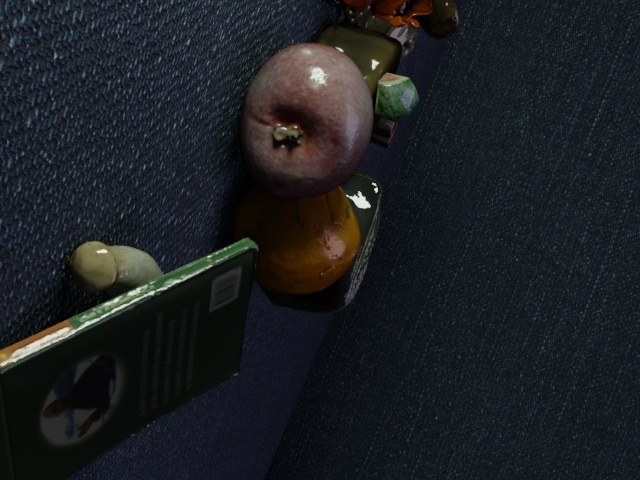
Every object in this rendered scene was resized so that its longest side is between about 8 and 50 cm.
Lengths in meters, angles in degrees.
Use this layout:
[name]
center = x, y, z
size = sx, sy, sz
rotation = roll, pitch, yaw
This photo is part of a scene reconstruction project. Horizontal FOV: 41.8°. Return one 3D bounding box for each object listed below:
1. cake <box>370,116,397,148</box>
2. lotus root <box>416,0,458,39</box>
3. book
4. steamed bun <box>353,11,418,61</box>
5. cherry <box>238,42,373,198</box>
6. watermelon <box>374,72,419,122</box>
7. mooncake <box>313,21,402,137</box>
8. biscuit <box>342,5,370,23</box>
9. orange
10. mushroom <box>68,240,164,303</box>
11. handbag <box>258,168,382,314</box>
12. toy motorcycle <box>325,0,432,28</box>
[cake]
center = 0.157, -0.349, 2.305
size = 0.147, 0.135, 0.135
rotation = 85, 27, -80
[lotus root]
center = 0.209, -0.594, 1.825
size = 0.167, 0.078, 0.330
rotation = 151, -80, -76
[book]
center = -0.240, 0.161, 1.076
size = 0.370, 0.043, 0.260
rotation = -26, 142, -39
[steamed bun]
center = 0.152, -0.473, 1.931
size = 0.170, 0.152, 0.238
rotation = -62, 172, 5
[cherry]
center = -0.024, -0.204, 1.410
size = 0.307, 0.221, 0.261
rotation = -91, -161, -65
[watermelon]
center = 0.146, -0.281, 1.621
size = 0.085, 0.092, 0.072
rotation = 109, -25, -46
[mooncake]
center = 0.049, -0.302, 1.741
size = 0.290, 0.161, 0.291
rotation = 22, 90, -82
[biscuit]
center = 0.121, -0.541, 1.738
size = 0.203, 0.016, 0.144
rotation = -40, 155, -7
[orange]
center = -0.043, -0.020, 1.591
size = 0.246, 0.246, 0.246
rotation = 22, 90, -81
[mushroom]
center = -0.253, 0.073, 1.102
size = 0.118, 0.103, 0.270
rotation = -52, 157, -29
[handbag]
center = 0.000, 0.000, 1.875
size = 0.240, 0.247, 0.341
rotation = 57, 49, -80
[toy motorcycle]
center = 0.168, -0.520, 1.553
size = 0.325, 0.221, 0.148
rotation = -37, -126, 40
